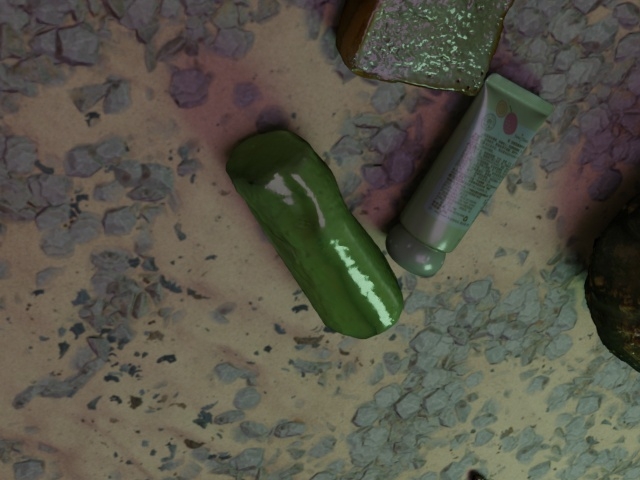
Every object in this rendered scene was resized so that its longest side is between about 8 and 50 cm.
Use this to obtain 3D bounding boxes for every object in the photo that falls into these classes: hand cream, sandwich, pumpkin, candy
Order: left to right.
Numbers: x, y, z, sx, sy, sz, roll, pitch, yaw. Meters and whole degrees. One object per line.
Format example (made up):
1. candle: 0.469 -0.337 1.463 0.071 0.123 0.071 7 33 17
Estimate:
1. candy: 0.000 0.000 1.381 0.132 0.142 0.343 -24 128 13
2. sandwich: 0.151 -0.312 1.254 0.226 0.087 0.251 7 120 -23
3. hand cream: 0.204 -0.086 1.424 0.147 0.093 0.306 18 114 -39
4. pumpkin: 0.563 0.053 1.545 0.327 0.257 0.291 -36 114 7

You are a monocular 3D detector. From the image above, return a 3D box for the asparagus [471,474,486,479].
1. asparagus: 0.324 0.489 1.902 0.036 0.030 0.165 -16 133 22
